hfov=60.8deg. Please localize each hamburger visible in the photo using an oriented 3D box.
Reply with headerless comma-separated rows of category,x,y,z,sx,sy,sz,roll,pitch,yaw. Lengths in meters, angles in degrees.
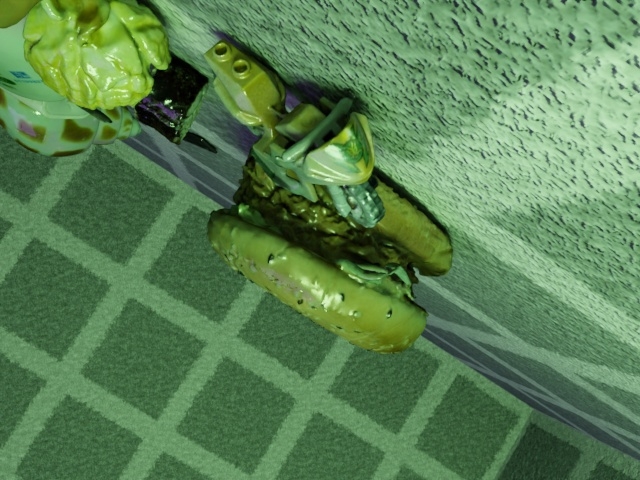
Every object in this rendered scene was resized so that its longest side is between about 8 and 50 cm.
hamburger,0.000,0.000,0.712,0.318,0.195,0.277,27,173,29

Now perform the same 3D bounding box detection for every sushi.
sushi,-0.199,-0.186,0.723,0.078,0.090,0.150,30,173,-13

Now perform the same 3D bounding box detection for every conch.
conch,-0.525,-0.287,1.061,0.249,0.197,0.368,66,-174,25

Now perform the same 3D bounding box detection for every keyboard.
keyboard,-0.278,-0.220,1.178,0.155,0.010,0.053,27,170,43

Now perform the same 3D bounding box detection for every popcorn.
popcorn,-0.230,-0.202,0.555,0.141,0.135,0.162,56,-179,-10

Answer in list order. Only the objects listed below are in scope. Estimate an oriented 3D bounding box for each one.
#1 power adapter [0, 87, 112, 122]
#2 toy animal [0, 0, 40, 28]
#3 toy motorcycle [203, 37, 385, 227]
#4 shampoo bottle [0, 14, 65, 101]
power adapter,-0.390,-0.257,0.833,0.205,0.130,0.125,31,-163,7
toy animal,-0.249,-0.232,0.305,0.281,0.169,0.195,27,-144,6
toy motorcycle,-0.022,-0.108,0.505,0.229,0.094,0.130,44,171,13
shampoo bottle,-0.390,-0.290,0.588,0.222,0.151,0.349,30,172,6
